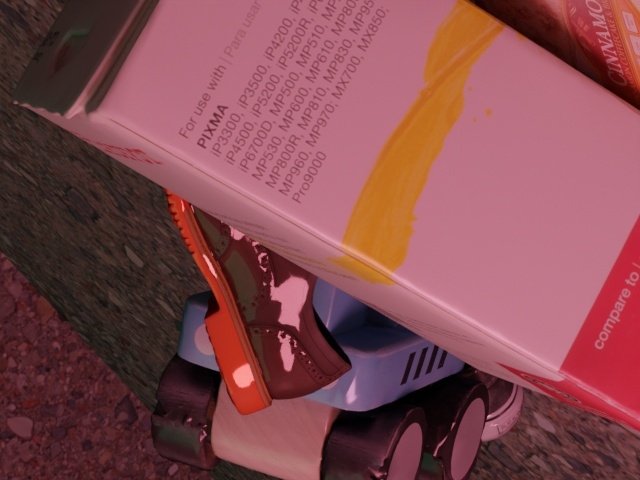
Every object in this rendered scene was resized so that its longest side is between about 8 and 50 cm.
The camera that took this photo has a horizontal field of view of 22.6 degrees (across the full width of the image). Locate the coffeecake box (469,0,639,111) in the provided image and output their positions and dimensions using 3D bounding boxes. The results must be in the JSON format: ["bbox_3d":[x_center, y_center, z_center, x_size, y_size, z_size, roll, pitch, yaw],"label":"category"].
[{"bbox_3d":[0.141,-0.150,0.895,0.185,0.068,0.142,27,159,38],"label":"coffeecake box"}]

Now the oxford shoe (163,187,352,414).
[{"bbox_3d":[-0.050,-0.014,1.129,0.097,0.098,0.271,-100,-6,-71],"label":"oxford shoe"}]

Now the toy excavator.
[{"bbox_3d":[0.000,0.000,1.327,0.222,0.445,0.433,14,-170,24],"label":"toy excavator"}]

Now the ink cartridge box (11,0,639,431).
[{"bbox_3d":[0.035,-0.053,0.959,0.385,0.160,0.279,29,176,-19],"label":"ink cartridge box"}]

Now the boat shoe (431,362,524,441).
[{"bbox_3d":[0.057,0.098,1.635,0.335,0.121,0.119,13,142,35],"label":"boat shoe"}]
